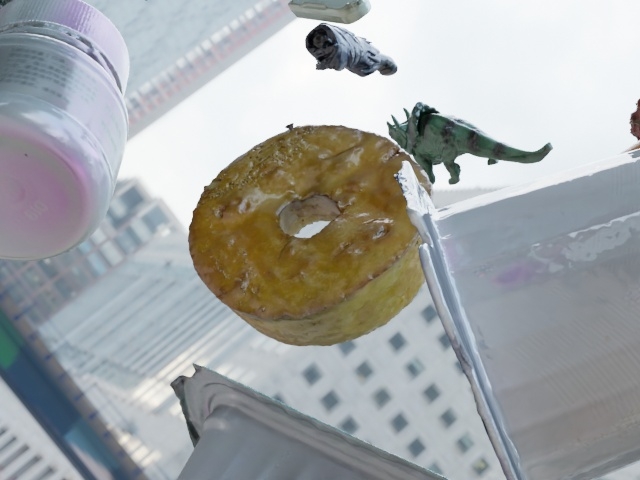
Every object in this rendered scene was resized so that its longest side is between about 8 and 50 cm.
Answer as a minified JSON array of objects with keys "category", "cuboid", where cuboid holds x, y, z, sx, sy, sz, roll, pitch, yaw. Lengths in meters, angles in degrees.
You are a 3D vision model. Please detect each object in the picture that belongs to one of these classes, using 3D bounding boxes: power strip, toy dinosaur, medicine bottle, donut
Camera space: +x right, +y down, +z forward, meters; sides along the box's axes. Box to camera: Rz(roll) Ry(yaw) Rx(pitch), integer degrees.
[{"category":"power strip","cuboid":[0.009,-0.316,1.644,0.030,0.047,0.191,52,-14,-29]},{"category":"toy dinosaur","cuboid":[0.204,-0.129,1.816,0.292,0.079,0.120,27,-46,37]},{"category":"medicine bottle","cuboid":[-0.384,-0.160,1.642,0.325,0.256,0.256,-88,161,-48]},{"category":"donut","cuboid":[-0.001,-0.002,1.325,0.277,0.277,0.108,33,-20,41]}]

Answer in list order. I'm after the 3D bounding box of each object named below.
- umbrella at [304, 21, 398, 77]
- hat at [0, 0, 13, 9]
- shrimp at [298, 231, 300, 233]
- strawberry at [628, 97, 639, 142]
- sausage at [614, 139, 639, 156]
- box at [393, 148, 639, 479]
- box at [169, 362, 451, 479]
[{"category":"umbrella","cuboid":[0.045,-0.264,1.766,0.071,0.071,0.248,45,17,15]},{"category":"hat","cuboid":[-0.547,-0.305,1.841,0.128,0.265,0.265,-13,-56,23]},{"category":"shrimp","cuboid":[-0.060,-0.032,1.661,0.161,0.091,0.034,-106,-166,-49]},{"category":"strawberry","cuboid":[0.453,-0.136,1.539,0.085,0.140,0.192,87,-12,-60]},{"category":"sausage","cuboid":[0.429,-0.123,1.329,0.071,0.234,0.071,49,19,-23]},{"category":"box","cuboid":[0.184,0.030,0.782,0.291,0.206,0.262,55,15,-62]},{"category":"box","cuboid":[-0.002,0.269,1.044,0.337,0.106,0.264,21,-39,30]}]
